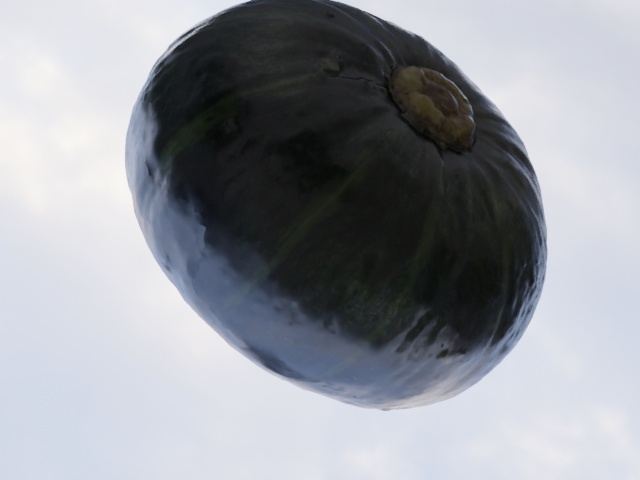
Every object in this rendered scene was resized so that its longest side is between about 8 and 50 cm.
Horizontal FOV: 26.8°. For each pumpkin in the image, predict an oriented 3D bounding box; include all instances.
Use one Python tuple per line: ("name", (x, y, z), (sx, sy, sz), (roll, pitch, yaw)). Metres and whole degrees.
("pumpkin", (0.006, -0.016, 0.500), (0.167, 0.125, 0.167), (20, -128, -26))
